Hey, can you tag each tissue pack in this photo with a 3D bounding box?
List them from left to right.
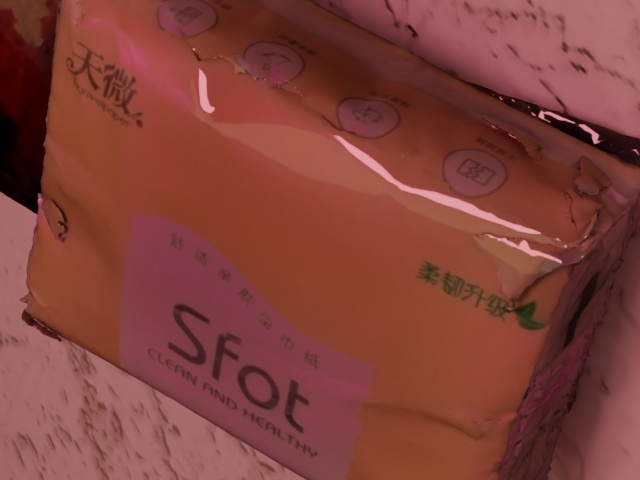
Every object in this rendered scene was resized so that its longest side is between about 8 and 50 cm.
[{"bbox_3d":[0.000,0.000,0.756,0.257,0.123,0.215,30,130,21],"label":"tissue pack"}]

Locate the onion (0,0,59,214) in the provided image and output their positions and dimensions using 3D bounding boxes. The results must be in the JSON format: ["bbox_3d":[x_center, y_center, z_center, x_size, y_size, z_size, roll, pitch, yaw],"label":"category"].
[{"bbox_3d":[-0.136,-0.103,0.891,0.280,0.146,0.314,46,137,20],"label":"onion"}]
